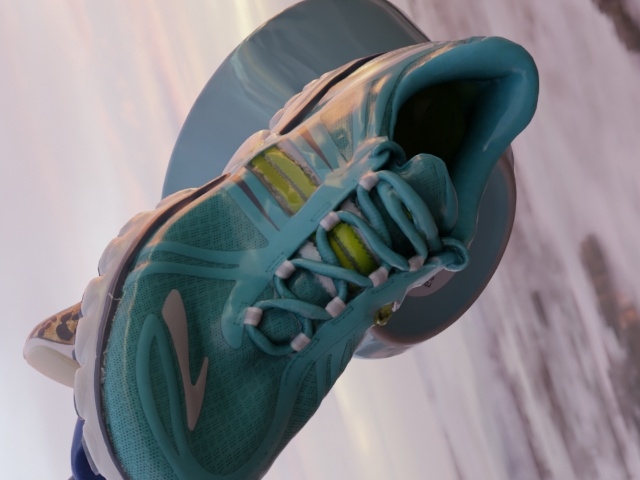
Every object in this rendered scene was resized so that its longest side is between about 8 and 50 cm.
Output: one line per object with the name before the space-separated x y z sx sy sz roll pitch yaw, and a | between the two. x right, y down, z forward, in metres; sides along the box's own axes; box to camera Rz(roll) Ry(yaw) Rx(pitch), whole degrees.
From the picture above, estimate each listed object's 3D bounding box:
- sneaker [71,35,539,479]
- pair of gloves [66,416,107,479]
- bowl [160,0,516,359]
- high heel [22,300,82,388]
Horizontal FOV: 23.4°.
sneaker | 0.000 0.000 0.617 0.107 0.110 0.275 52 -130 -20
pair of gloves | -0.079 0.166 0.907 0.198 0.159 0.023 44 143 9
bowl | 0.040 -0.029 1.242 0.163 0.311 0.311 30 151 39
high heel | -0.194 0.062 1.578 0.093 0.261 0.186 48 -124 -25
